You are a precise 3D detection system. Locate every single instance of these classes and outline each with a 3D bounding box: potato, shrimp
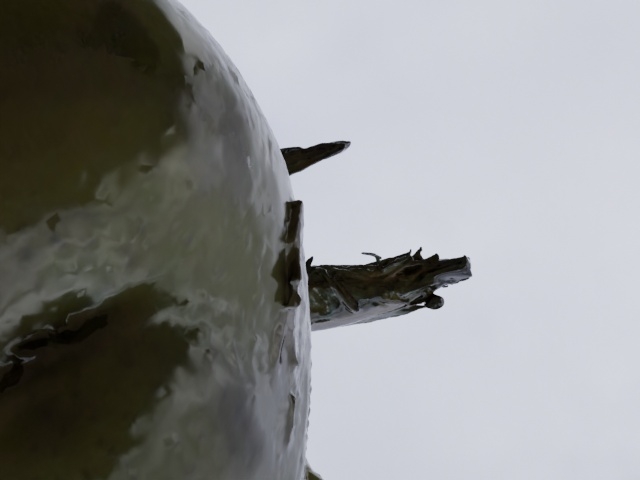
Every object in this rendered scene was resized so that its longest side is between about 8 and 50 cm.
[{"bbox_3d":[-0.103,0.047,0.628,0.202,0.351,0.218,8,-134,48],"label":"potato"},{"bbox_3d":[0.000,0.000,1.316,0.217,0.150,0.051,-4,-159,1],"label":"shrimp"}]
